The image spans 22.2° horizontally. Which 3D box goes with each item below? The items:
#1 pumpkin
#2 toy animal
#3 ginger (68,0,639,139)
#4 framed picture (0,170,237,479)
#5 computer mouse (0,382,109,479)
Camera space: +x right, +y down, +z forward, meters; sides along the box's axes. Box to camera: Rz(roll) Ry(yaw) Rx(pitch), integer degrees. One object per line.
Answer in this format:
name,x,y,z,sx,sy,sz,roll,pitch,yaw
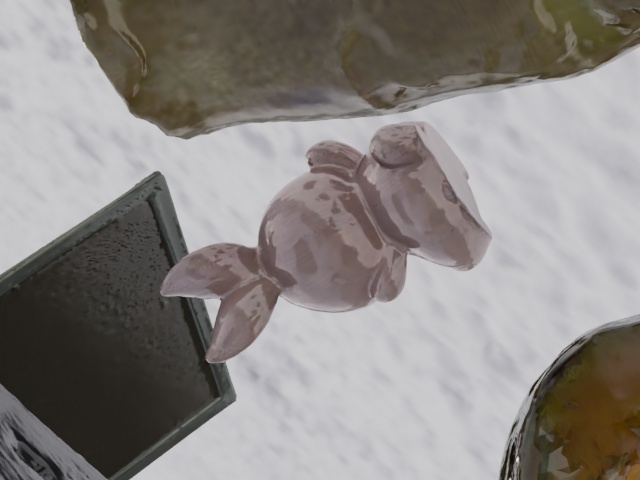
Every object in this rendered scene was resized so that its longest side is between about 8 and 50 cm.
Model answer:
pumpkin,0.191,0.086,0.773,0.131,0.248,0.126,52,-163,-62
toy animal,0.001,0.001,1.090,0.124,0.212,0.124,61,-171,-16
ginger,0.054,-0.104,0.516,0.109,0.262,0.116,12,-118,-82
framed picture,-0.168,0.090,1.232,0.014,0.197,0.252,34,150,41
computer mouse,-0.185,0.136,0.856,0.270,0.086,0.137,46,-173,-27
